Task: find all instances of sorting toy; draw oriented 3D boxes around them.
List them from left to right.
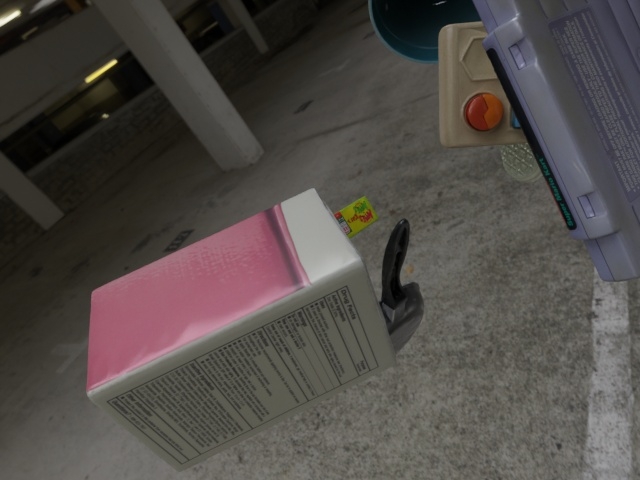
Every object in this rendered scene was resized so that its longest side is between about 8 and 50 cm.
[{"bbox_3d":[0.322,-0.320,0.829,0.229,0.307,0.041,-2,14,8],"label":"sorting toy"}]

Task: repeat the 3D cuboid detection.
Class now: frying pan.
[{"bbox_3d":[0.109,0.095,0.678,0.197,0.326,0.053,-17,52,-46],"label":"frying pan"}]

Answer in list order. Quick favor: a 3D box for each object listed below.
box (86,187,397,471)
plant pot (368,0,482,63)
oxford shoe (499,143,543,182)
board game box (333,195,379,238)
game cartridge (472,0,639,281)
[{"bbox_3d":[-0.068,0.081,0.448,0.232,0.149,0.127,-25,40,-4],"label":"box"},{"bbox_3d":[0.240,-0.558,0.997,0.271,0.271,0.255,-17,47,28],"label":"plant pot"},{"bbox_3d":[0.489,-0.350,1.108,0.169,0.130,0.449,162,108,-65],"label":"oxford shoe"},{"bbox_3d":[0.000,0.000,0.773,0.092,0.043,0.181,-33,0,-43],"label":"board game box"},{"bbox_3d":[0.321,-0.157,0.548,0.230,0.355,0.068,-28,4,-21],"label":"game cartridge"}]
